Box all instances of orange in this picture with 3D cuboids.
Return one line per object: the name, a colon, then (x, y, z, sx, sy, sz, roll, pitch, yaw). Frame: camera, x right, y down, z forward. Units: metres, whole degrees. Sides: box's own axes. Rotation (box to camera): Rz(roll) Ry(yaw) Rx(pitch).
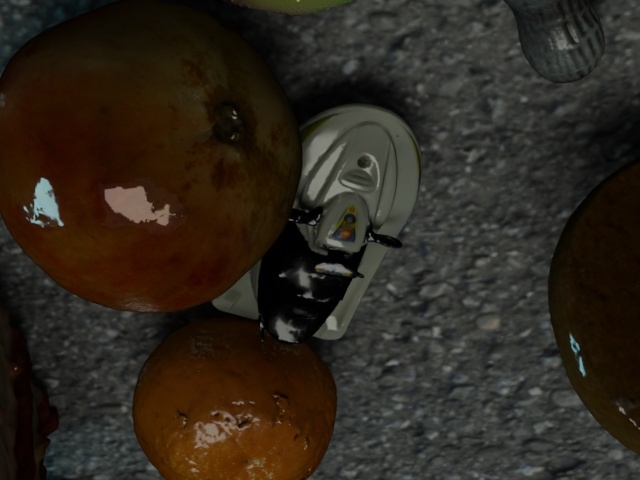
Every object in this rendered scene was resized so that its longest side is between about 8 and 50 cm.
orange: (-0.081, 0.154, 1.816, 0.193, 0.161, 0.193, -3, 144, -2)

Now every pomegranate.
pomegranate: (-0.156, -0.068, 1.572, 0.270, 0.229, 0.252, -9, 127, 41)

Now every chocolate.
chocolate: (0.178, -0.194, 1.548, 0.072, 0.072, 0.167, -15, 132, 15)

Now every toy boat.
toy boat: (-0.001, -0.001, 1.693, 0.141, 0.140, 0.269, 16, 145, -12)

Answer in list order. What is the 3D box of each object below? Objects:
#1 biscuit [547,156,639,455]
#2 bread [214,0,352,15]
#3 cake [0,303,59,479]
biscuit: (0.357, 0.018, 1.609, 0.367, 0.314, 0.063, -19, 170, -13)
bread: (-0.033, -0.264, 1.517, 0.228, 0.033, 0.228, 2, 134, 2)
cake: (-0.387, 0.224, 1.775, 0.270, 0.269, 0.319, -10, 143, 0)
